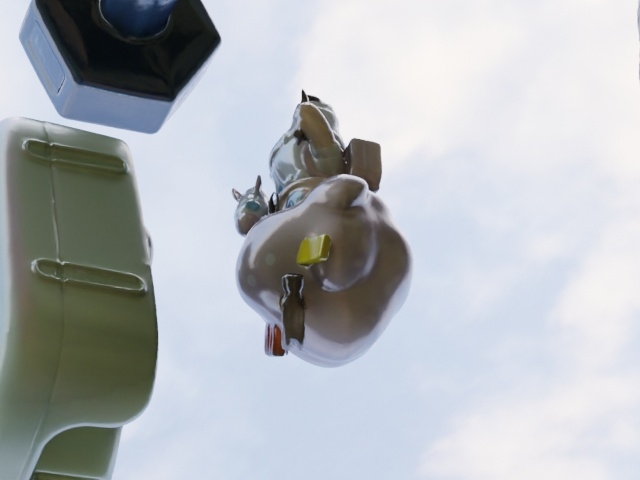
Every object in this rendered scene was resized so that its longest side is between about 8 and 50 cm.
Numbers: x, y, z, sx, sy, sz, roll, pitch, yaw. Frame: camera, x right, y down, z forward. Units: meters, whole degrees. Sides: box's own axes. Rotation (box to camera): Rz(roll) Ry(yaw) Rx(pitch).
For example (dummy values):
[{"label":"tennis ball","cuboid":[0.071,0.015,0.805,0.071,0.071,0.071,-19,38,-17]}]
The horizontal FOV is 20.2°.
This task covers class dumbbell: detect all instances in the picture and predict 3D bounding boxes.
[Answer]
[{"label":"dumbbell","cuboid":[-0.119,-0.215,1.334,0.144,0.325,0.160,34,-125,-1]}]

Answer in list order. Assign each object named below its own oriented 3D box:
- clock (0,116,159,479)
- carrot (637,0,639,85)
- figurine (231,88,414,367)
[{"label":"clock","cuboid":[-0.203,0.103,1.177,0.109,0.324,0.265,10,-143,-21]},{"label":"carrot","cuboid":[0.253,-0.129,1.237,0.070,0.070,0.260,20,-142,-6]},{"label":"figurine","cuboid":[0.000,0.000,1.134,0.112,0.137,0.229,17,-141,-20]}]
